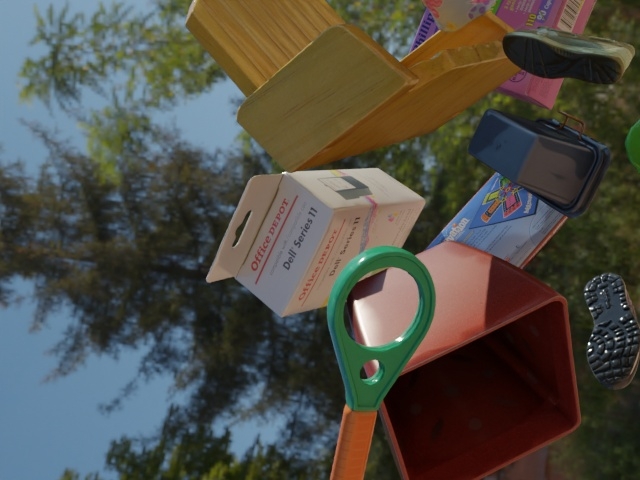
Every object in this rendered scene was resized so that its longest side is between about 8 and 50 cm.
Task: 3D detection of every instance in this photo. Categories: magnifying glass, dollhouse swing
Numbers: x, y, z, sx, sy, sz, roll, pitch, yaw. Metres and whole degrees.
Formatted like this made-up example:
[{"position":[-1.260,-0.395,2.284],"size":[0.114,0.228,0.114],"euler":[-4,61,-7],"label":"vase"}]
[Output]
[{"position":[0.039,0.116,0.780],"size":[0.026,0.092,0.231],"euler":[-146,63,-63],"label":"magnifying glass"},{"position":[0.049,-0.289,1.260],"size":[0.346,0.315,0.305],"euler":[-20,-100,-47],"label":"dollhouse swing"}]

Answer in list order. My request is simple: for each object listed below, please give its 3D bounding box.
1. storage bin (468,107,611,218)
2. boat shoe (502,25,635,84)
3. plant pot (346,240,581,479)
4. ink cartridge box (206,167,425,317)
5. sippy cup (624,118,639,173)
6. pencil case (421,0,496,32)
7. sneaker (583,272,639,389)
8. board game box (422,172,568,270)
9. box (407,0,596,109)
[{"position":[0.228,-0.096,0.996],"size":[0.098,0.091,0.135],"euler":[-66,29,15],"label":"storage bin"},{"position":[0.291,-0.225,1.104],"size":[0.048,0.153,0.056],"euler":[-50,-40,-30],"label":"boat shoe"},{"position":[0.176,0.158,1.304],"size":[0.236,0.267,0.267],"euler":[-124,12,-51],"label":"plant pot"},{"position":[0.000,0.000,1.501],"size":[0.353,0.119,0.207],"euler":[-9,-49,-54],"label":"ink cartridge box"},{"position":[0.417,-0.098,0.841],"size":[0.224,0.240,0.305],"euler":[-52,-15,-13],"label":"sippy cup"},{"position":[0.130,-0.406,1.230],"size":[0.273,0.113,0.124],"euler":[47,180,-21],"label":"pencil case"},{"position":[0.598,0.199,1.846],"size":[0.124,0.107,0.283],"euler":[53,-147,-29],"label":"sneaker"},{"position":[0.298,-0.020,1.528],"size":[0.281,0.145,0.027],"euler":[-45,-29,-17],"label":"board game box"},{"position":[0.308,-0.367,1.580],"size":[0.117,0.243,0.214],"euler":[11,-77,-55],"label":"box"}]
